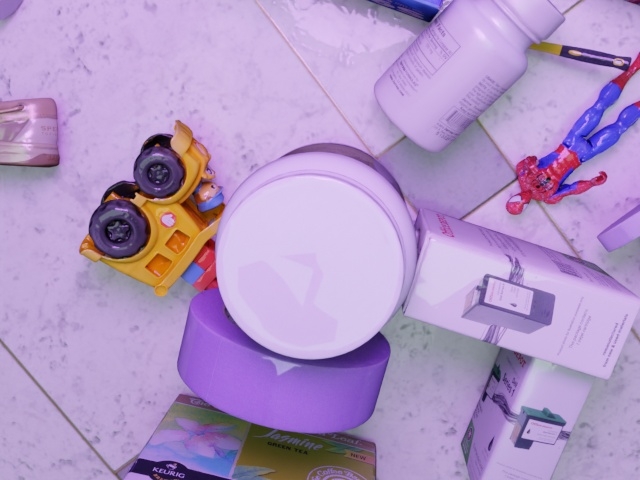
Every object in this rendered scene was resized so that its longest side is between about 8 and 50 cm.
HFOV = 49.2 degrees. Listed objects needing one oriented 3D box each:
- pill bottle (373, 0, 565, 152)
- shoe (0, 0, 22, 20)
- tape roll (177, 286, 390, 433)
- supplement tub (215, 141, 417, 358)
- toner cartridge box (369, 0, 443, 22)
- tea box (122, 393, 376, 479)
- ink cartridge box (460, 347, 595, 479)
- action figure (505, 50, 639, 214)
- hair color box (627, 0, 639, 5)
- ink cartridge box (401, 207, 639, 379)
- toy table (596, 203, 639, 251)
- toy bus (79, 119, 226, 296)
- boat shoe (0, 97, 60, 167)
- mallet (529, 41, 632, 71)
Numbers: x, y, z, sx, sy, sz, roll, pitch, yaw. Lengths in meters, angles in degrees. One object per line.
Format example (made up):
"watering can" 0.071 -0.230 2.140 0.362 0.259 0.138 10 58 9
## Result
"pill bottle" 0.189 -0.234 0.898 0.131 0.131 0.229 44 117 -5
"shoe" -0.446 -0.404 0.976 0.081 0.063 0.178 27 96 0
"tape roll" -0.048 0.150 0.943 0.274 0.275 0.090 15 102 1
"supplement tub" 0.000 0.000 0.884 0.235 0.325 0.236 1 101 4
"toner cartridge box" -0.003 -0.378 0.894 0.347 0.165 0.075 20 102 1
"tea box" -0.104 0.410 0.972 0.328 0.323 0.220 14 102 1
"ink cartridge box" 0.288 0.244 0.995 0.092 0.160 0.220 19 101 0
"action figure" 0.360 -0.131 0.933 0.091 0.139 0.280 44 103 -3
"hair color box" 0.541 -0.368 0.882 0.374 0.113 0.185 19 102 1
"ink cartridge box" 0.250 0.062 0.942 0.272 0.198 0.115 18 103 1
"toy table" 0.521 -0.022 0.897 0.274 0.252 0.161 -37 80 21
"toy bus" -0.199 -0.029 0.996 0.211 0.149 0.220 37 99 -17
"boat shoe" -0.549 -0.166 1.006 0.341 0.121 0.110 2 97 -6
"mallet" 0.312 -0.247 0.937 0.189 0.039 0.062 25 106 16
